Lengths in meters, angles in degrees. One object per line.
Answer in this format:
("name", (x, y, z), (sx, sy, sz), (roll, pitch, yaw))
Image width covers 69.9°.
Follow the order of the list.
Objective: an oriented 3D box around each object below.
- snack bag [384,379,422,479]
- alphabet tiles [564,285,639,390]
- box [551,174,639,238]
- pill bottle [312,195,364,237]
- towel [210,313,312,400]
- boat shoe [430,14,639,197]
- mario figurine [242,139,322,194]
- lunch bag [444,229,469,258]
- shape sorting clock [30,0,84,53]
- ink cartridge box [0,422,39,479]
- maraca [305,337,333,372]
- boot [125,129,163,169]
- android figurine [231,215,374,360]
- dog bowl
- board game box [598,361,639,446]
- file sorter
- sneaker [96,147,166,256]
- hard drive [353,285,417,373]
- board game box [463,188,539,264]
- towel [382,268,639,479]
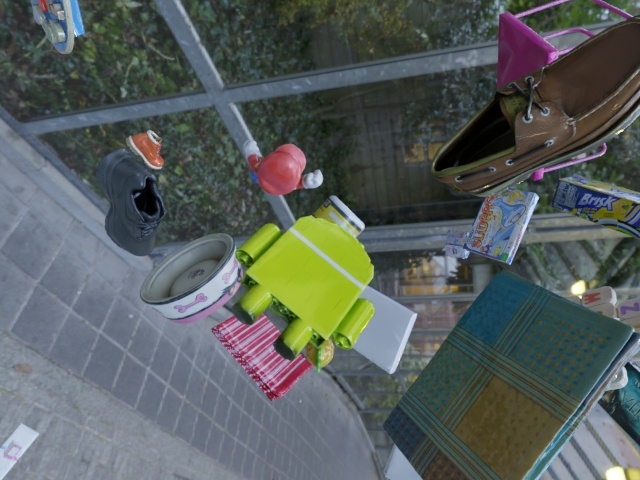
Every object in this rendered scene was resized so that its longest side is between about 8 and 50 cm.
("snack bag", (0.403, 0.670, 1.488), (0.037, 0.322, 0.343), (39, 70, -55))
("alphabet tiles", (0.577, 0.213, 0.999), (0.021, 0.277, 0.284), (48, 42, -14))
("box", (0.466, -0.054, 0.730), (0.169, 0.059, 0.054), (37, -48, 50))
("pill bottle", (0.000, 0.000, 0.992), (0.103, 0.184, 0.103), (43, 5, -4))
("towel", (-0.164, 0.315, 1.333), (0.198, 0.275, 0.031), (-24, 155, -56))
("boat shoe", (0.269, -0.151, 0.573), (0.307, 0.104, 0.111), (-46, -135, 46))
("mario figurine", (-0.111, -0.220, 1.316), (0.320, 0.197, 0.170), (-163, -117, -73))
("lunch bag", (0.435, 0.012, 1.446), (0.053, 0.071, 0.084), (5, 96, -49))
("shape sorting clock", (-0.344, -0.334, 0.549), (0.040, 0.206, 0.207), (-28, 119, -35))
("ink cartridge box", (-0.735, 0.502, 1.084), (0.052, 0.088, 0.123), (42, 50, -12))
("maraca", (-0.004, 0.378, 1.564), (0.185, 0.099, 0.128), (-42, 133, -88))
("boot", (-0.508, -0.275, 1.393), (0.059, 0.084, 0.158), (65, 3, 24))
("android figurine", (-0.017, 0.063, 0.771), (0.273, 0.248, 0.056), (-50, 175, -40))
("dog bowl", (-0.483, 0.152, 1.788), (0.408, 0.407, 0.151), (-74, 144, -54))
("board game box", (0.698, 0.370, 0.975), (0.126, 0.026, 0.186), (-67, -153, 23))
("file sorter", (0.497, -0.320, 0.956), (0.202, 0.182, 0.291), (-103, 175, -45))
("sneaker", (-0.403, -0.056, 1.011), (0.109, 0.130, 0.287), (-45, 156, -36))
("hard drive", (0.142, 0.257, 1.502), (0.040, 0.318, 0.211), (-1, 114, -51))
("board game box", (0.499, -0.048, 1.274), (0.035, 0.136, 0.201), (25, 87, -44))
("towel", (0.278, 0.238, 0.735), (0.040, 0.370, 0.271), (36, 1, -28))
